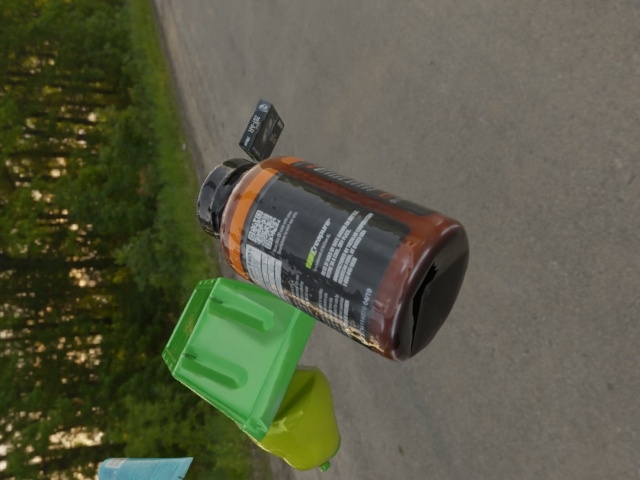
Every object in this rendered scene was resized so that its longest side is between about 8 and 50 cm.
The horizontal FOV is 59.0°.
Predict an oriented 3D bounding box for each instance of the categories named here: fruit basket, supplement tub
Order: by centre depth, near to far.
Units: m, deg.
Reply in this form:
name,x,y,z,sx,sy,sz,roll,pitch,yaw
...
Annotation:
name,x,y,z,sx,sy,sz,roll,pitch,yaw
supplement tub,0.000,0.000,0.417,0.198,0.106,0.106,26,120,31
fruit basket,-0.087,0.237,1.027,0.282,0.392,0.392,-66,17,-13

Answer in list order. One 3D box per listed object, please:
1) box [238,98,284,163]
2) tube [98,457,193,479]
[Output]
name,x,y,z,sx,sy,sz,roll,pitch,yaw
box,-0.078,-0.143,0.760,0.067,0.018,0.083,-65,-11,-4
tube,-0.341,0.452,1.093,0.207,0.052,0.080,-10,41,30
